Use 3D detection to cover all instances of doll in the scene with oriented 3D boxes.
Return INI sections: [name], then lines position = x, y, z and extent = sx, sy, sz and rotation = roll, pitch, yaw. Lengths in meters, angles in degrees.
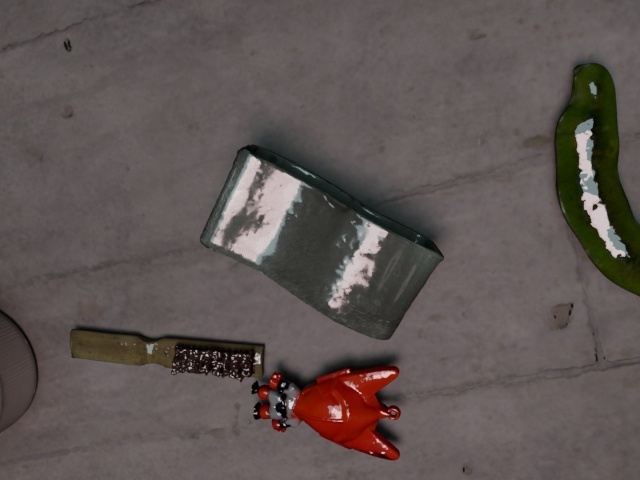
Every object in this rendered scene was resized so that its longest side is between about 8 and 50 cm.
[doll]
position = 0.005, 0.186, 0.639
extent = 0.169, 0.057, 0.109
rotation = 0, 102, 9

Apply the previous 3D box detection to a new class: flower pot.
[flower pot]
position = 0.000, 0.000, 0.589
extent = 0.229, 0.103, 0.108
rotation = 31, 103, 4

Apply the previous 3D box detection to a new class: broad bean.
[broad bean]
position = 0.316, -0.028, 0.555
extent = 0.292, 0.049, 0.144
rotation = 42, 98, 0

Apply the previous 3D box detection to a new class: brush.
[brush]
position = -0.190, 0.135, 0.682
extent = 0.247, 0.036, 0.043
rotation = 4, 95, 10

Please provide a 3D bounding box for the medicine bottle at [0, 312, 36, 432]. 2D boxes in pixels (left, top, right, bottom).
[medicine bottle]
position = -0.480, 0.190, 0.589
extent = 0.208, 0.339, 0.208
rotation = 2, 99, 10
